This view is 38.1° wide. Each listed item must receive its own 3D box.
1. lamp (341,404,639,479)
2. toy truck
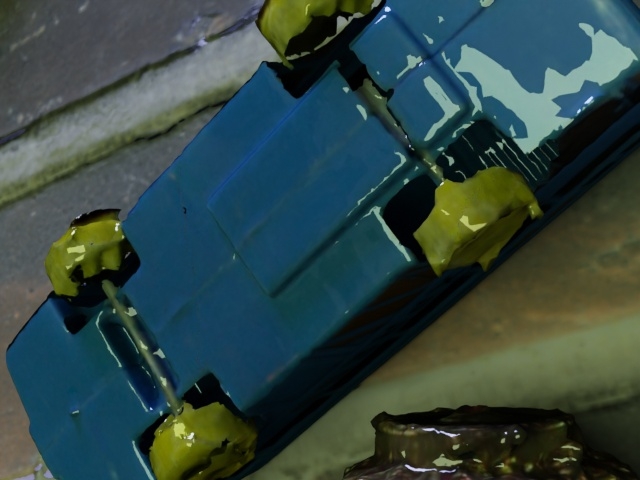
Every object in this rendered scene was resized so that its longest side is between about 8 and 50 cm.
[{"bbox_3d":[0.082,0.215,0.429,0.177,0.177,0.273,-9,83,28],"label":"lamp"},{"bbox_3d":[0.000,0.000,0.494,0.385,0.162,0.161,-44,68,21],"label":"toy truck"}]
